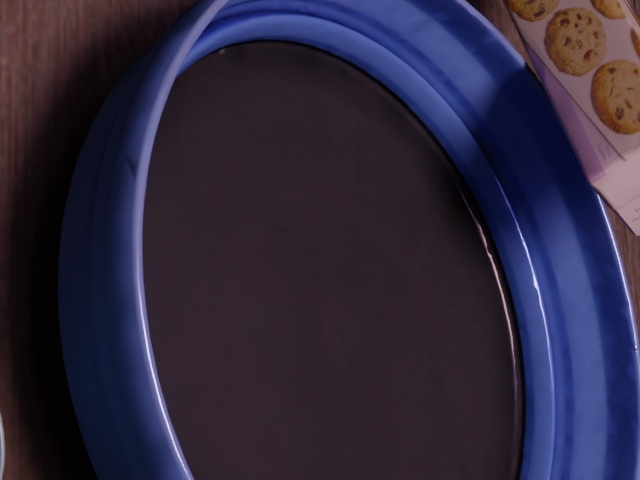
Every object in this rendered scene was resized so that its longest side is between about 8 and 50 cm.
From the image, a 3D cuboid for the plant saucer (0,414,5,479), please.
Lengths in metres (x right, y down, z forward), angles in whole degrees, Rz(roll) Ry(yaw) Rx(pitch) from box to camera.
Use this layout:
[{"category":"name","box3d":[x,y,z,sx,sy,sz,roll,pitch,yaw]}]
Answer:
[{"category":"plant saucer","box3d":[-0.185,0.084,0.684,0.119,0.021,0.119,20,62,-43]}]

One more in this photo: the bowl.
[{"category":"bowl","box3d":[0.029,0.045,0.858,0.391,0.077,0.391,18,64,-43]}]

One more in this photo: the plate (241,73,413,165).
[{"category":"plate","box3d":[0.000,0.000,0.918,0.188,0.024,0.188,18,65,-44]}]

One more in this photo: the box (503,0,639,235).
[{"category":"box","box3d":[0.150,-0.141,0.994,0.063,0.067,0.324,43,22,-42]}]
